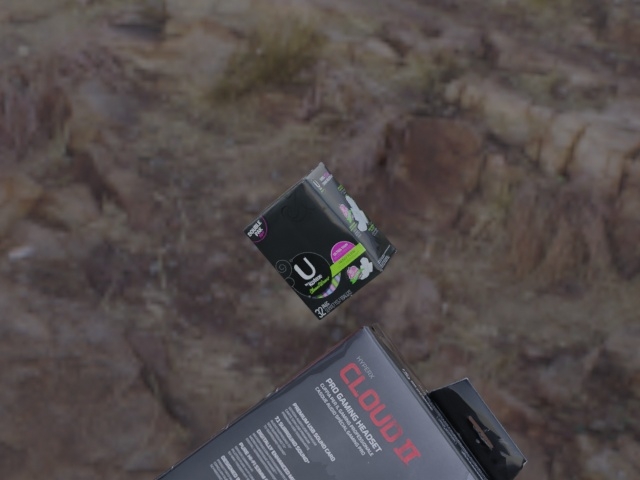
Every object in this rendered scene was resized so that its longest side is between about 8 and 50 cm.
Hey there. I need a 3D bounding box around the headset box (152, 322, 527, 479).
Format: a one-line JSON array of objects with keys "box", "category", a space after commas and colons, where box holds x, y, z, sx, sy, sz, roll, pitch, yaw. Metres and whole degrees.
[{"box": [0.008, 0.212, 1.012, 0.293, 0.218, 0.110, -36, -6, 4], "category": "headset box"}]

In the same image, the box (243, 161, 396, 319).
[{"box": [0.000, 0.000, 0.977, 0.083, 0.062, 0.052, 50, 21, -3], "category": "box"}]
